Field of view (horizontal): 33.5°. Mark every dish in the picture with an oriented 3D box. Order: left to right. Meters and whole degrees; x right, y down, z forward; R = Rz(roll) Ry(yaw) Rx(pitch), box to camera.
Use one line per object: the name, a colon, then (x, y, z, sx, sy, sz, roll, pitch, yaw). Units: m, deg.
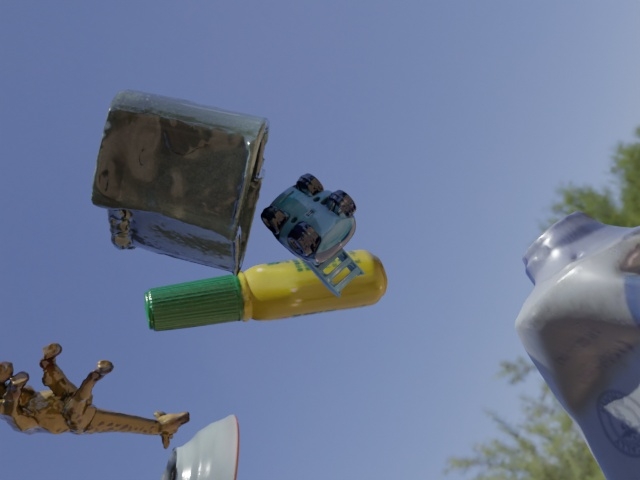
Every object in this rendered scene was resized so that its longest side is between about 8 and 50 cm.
dish: (-0.183, 0.368, 1.494, 0.260, 0.085, 0.260, -168, 90, -80)

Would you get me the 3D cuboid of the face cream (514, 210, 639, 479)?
face cream: (0.291, 0.162, 0.812, 0.137, 0.420, 0.235, -19, -22, -29)

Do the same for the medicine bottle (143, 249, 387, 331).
medicine bottle: (-0.060, 0.056, 1.157, 0.095, 0.261, 0.064, -144, 48, -73)

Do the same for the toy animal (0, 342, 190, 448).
toy animal: (-0.248, 0.177, 1.120, 0.275, 0.149, 0.054, 57, -168, -57)

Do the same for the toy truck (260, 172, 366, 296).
toy truck: (0.000, 0.000, 0.817, 0.056, 0.073, 0.090, -43, -42, -15)

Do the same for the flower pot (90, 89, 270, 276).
flower pot: (-0.102, -0.040, 0.811, 0.229, 0.108, 0.103, 106, 177, -79)
